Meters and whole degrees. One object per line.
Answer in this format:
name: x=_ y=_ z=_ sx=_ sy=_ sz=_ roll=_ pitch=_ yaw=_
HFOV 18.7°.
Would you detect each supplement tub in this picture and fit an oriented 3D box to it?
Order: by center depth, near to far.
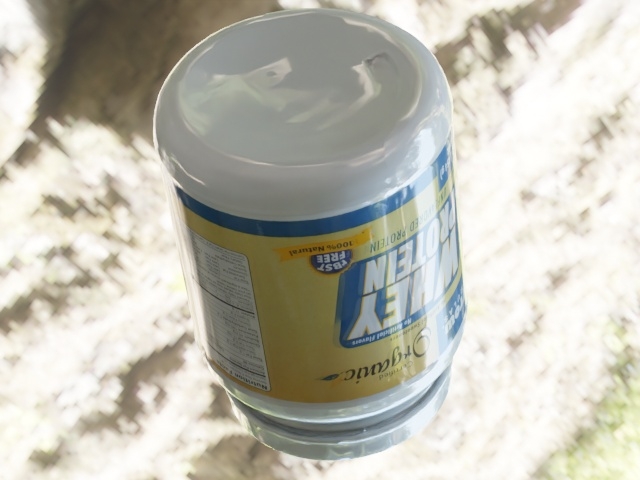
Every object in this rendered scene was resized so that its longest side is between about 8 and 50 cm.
supplement tub: x=0.000 y=0.000 z=0.976 sx=0.144 sy=0.200 sz=0.144 roll=-5 pitch=-138 yaw=4
